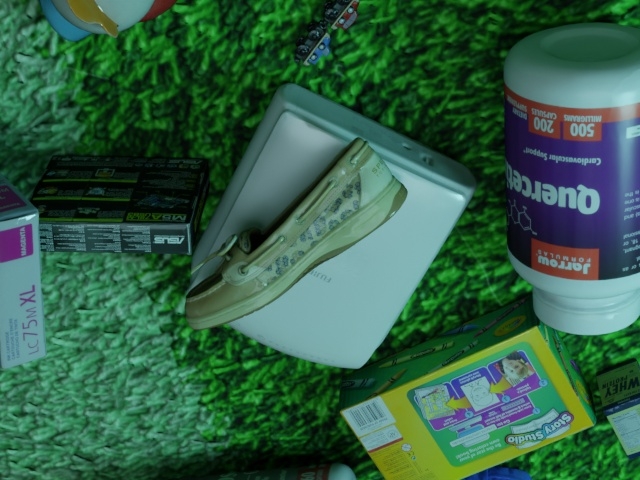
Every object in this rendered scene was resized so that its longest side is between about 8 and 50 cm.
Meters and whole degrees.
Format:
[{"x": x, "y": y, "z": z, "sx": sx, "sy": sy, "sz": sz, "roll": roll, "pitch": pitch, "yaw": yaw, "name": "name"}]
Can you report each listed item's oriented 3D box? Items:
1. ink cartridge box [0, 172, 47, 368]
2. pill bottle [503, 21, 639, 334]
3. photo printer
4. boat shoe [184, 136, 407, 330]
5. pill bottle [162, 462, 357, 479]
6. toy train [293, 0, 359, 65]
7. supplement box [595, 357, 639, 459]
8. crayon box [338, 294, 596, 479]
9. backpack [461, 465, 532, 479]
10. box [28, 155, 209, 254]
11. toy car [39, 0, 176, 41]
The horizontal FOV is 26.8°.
[{"x": -0.399, "y": -0.013, "z": 1.504, "sx": 0.065, "sy": 0.311, "sz": 0.185, "roll": -15, "pitch": 125, "yaw": -29, "name": "ink cartridge box"}, {"x": 0.294, "y": -0.064, "z": 1.479, "sx": 0.182, "sy": 0.181, "sz": 0.323, "roll": -3, "pitch": 118, "yaw": 6, "name": "pill bottle"}, {"x": 0.000, "y": 0.000, "z": 1.577, "sx": 0.256, "sy": 0.107, "sz": 0.307, "roll": 26, "pitch": 117, "yaw": -9, "name": "photo printer"}, {"x": -0.043, "y": -0.004, "z": 1.468, "sx": 0.285, "sy": 0.104, "sz": 0.089, "roll": -34, "pitch": 105, "yaw": 10, "name": "boat shoe"}, {"x": -0.127, "y": 0.409, "z": 1.748, "sx": 0.363, "sy": 0.210, "sz": 0.210, "roll": -7, "pitch": 118, "yaw": 7, "name": "pill bottle"}, {"x": 0.024, "y": -0.253, "z": 1.486, "sx": 0.036, "sy": 0.027, "sz": 0.158, "roll": 30, "pitch": 116, "yaw": -24, "name": "toy train"}, {"x": 0.389, "y": 0.209, "z": 1.675, "sx": 0.056, "sy": 0.083, "sz": 0.083, "roll": -24, "pitch": 115, "yaw": 15, "name": "supplement box"}, {"x": 0.183, "y": 0.202, "z": 1.687, "sx": 0.278, "sy": 0.081, "sz": 0.165, "roll": -25, "pitch": 114, "yaw": 16, "name": "crayon box"}, {"x": 0.220, "y": 0.352, "z": 1.757, "sx": 0.120, "sy": 0.101, "sz": 0.098, "roll": 5, "pitch": 125, "yaw": -2, "name": "backpack"}, {"x": -0.229, "y": -0.043, "z": 1.525, "sx": 0.191, "sy": 0.184, "sz": 0.045, "roll": 1, "pitch": 119, "yaw": 1, "name": "box"}, {"x": -0.227, "y": -0.296, "z": 1.360, "sx": 0.219, "sy": 0.238, "sz": 0.210, "roll": -24, "pitch": 114, "yaw": 16, "name": "toy car"}]
